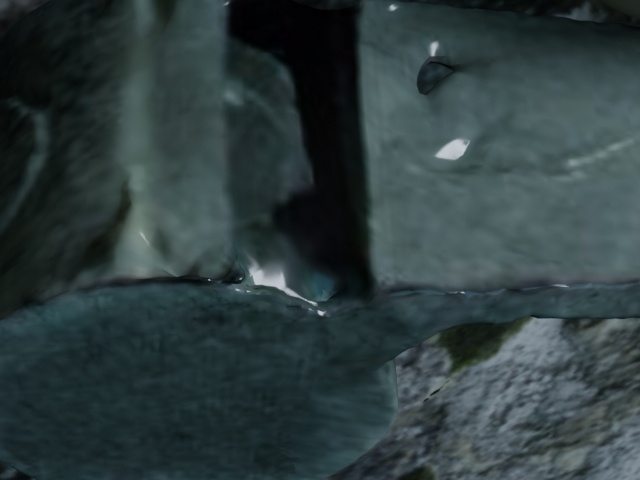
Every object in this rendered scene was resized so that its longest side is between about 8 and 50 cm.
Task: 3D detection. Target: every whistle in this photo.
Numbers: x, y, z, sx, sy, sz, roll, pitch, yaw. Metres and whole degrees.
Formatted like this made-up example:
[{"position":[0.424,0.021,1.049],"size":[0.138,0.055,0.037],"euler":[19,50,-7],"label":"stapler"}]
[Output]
[{"position":[0.003,-0.019,0.791],"size":[0.405,0.168,0.188],"euler":[-17,142,20],"label":"whistle"}]

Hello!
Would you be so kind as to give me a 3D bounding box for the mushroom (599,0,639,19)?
[{"position":[0.180,-0.183,0.753],"size":[0.204,0.204,0.204],"euler":[-11,137,-10],"label":"mushroom"}]
